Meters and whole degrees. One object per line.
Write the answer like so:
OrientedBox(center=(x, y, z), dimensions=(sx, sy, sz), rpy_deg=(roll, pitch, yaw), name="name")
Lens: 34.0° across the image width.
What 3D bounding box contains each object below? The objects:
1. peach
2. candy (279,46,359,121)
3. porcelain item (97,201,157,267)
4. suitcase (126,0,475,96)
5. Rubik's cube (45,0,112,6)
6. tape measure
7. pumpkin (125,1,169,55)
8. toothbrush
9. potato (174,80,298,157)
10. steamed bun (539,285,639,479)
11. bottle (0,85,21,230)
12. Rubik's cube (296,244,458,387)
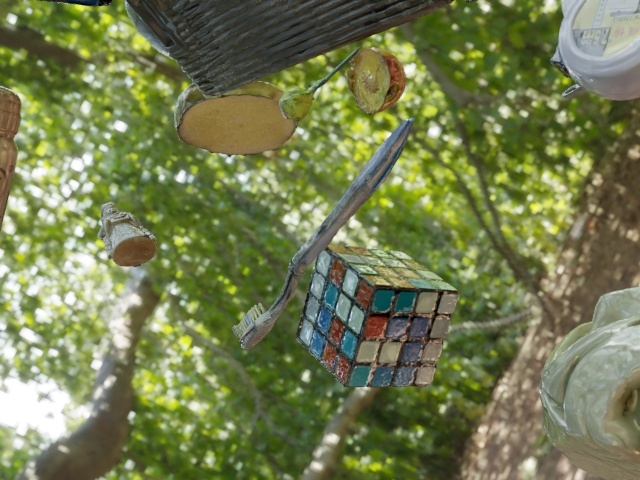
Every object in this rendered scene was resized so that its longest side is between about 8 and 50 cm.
OrientedBox(center=(0.086, -0.232, 1.522), dimensions=(0.061, 0.098, 0.098), rpy_deg=(-5, -45, -37), name="peach")
OrientedBox(center=(0.001, -0.173, 1.150), dimensions=(0.123, 0.035, 0.035), rpy_deg=(-35, 21, 32), name="candy")
OrientedBox(center=(-0.339, -0.019, 1.784), dimensions=(0.213, 0.084, 0.054), rpy_deg=(-137, 38, -59), name="porcelain item")
OrientedBox(center=(-0.027, -0.276, 0.882), dimensions=(0.335, 0.229, 0.152), rpy_deg=(-13, 36, 43), name="suitcase")
OrientedBox(center=(-0.453, -0.506, 1.583), dimensions=(0.246, 0.250, 0.248), rpy_deg=(-7, -62, -51), name="Rubik's cube")
OrientedBox(center=(0.405, -0.271, 1.396), dimensions=(0.196, 0.105, 0.178), rpy_deg=(10, 75, 44), name="tape measure")
OrientedBox(center=(-0.169, -0.427, 1.723), dimensions=(0.238, 0.315, 0.315), rpy_deg=(-91, 27, -78), name="pumpkin")
OrientedBox(center=(0.000, 0.000, 1.319), dimensions=(0.035, 0.042, 0.413), rpy_deg=(-4, -39, -49), name="toothbrush")
OrientedBox(center=(-0.136, -0.209, 1.681), dimensions=(0.164, 0.200, 0.081), rpy_deg=(123, 145, -50), name="potato")
OrientedBox(center=(0.433, 0.172, 1.199), dimensions=(0.367, 0.342, 0.255), rpy_deg=(64, -134, -70), name="steamed bun")
OrientedBox(center=(-0.423, -0.089, 1.292), dimensions=(0.110, 0.097, 0.209), rpy_deg=(5, -80, -79), name="bottle")
OrientedBox(center=(0.077, 0.106, 1.478), dimensions=(0.155, 0.151, 0.154), rpy_deg=(39, 118, 52), name="Rubik's cube")
